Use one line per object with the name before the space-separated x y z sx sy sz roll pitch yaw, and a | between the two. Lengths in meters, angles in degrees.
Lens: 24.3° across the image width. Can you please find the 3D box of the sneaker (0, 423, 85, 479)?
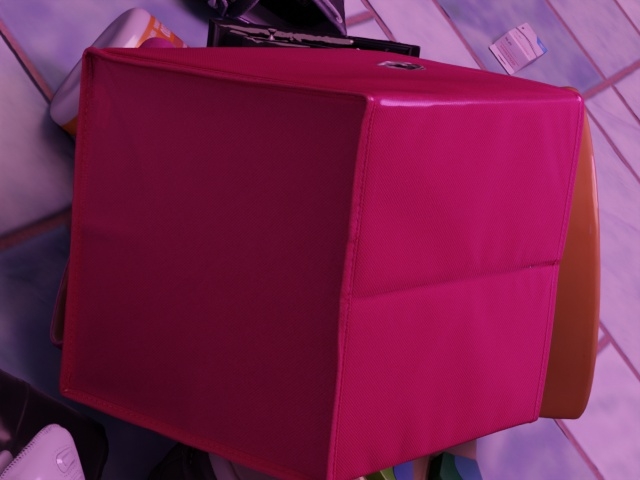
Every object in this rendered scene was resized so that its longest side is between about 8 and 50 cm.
sneaker | -0.128 0.222 0.894 0.366 0.137 0.210 6 58 -63

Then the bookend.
bookend | -0.012 -0.156 1.364 0.157 0.072 0.156 4 9 -18

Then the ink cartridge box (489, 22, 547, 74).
ink cartridge box | 0.255 -0.247 1.918 0.048 0.028 0.083 53 34 2

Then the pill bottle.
pill bottle | -0.110 -0.086 1.260 0.216 0.121 0.121 38 36 -19

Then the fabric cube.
fabric cube | 0.000 0.000 1.054 0.258 0.254 0.259 -7 107 -50

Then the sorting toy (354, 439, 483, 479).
sorting toy | 0.094 0.238 1.276 0.193 0.038 0.208 21 45 -38

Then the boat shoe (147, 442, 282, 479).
boat shoe | -0.003 0.277 1.100 0.335 0.095 0.112 55 33 -4

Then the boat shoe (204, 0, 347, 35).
boat shoe | -0.086 -0.271 1.482 0.301 0.108 0.102 28 38 -42

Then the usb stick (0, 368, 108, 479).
usb stick | -0.260 0.098 0.985 0.278 0.045 0.077 33 45 -26

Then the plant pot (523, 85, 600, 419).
plant pot | 0.121 0.013 1.302 0.203 0.291 0.291 -1 47 2

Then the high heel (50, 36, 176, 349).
high heel | -0.153 -0.034 1.123 0.117 0.082 0.244 -2 102 -59
